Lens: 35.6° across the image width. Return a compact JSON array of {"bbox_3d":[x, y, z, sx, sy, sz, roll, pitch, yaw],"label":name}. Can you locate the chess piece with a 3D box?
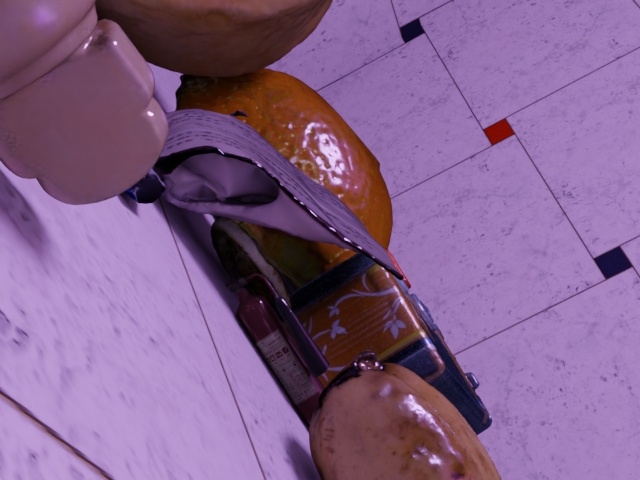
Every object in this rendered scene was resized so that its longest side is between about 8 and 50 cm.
[{"bbox_3d":[-0.185,-0.173,0.373,0.397,0.117,0.117,57,2,-29],"label":"chess piece"}]

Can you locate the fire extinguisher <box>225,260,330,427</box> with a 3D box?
[{"bbox_3d":[-0.024,0.092,0.807,0.173,0.035,0.049,57,-29,-1],"label":"fire extinguisher"}]

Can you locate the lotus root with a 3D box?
[{"bbox_3d":[0.069,0.181,0.690,0.125,0.118,0.221,-10,66,-52],"label":"lotus root"}]

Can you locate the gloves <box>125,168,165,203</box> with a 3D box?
[{"bbox_3d":[-0.140,-0.060,0.707,0.086,0.026,0.064,53,0,21],"label":"gloves"}]

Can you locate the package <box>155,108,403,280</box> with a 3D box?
[{"bbox_3d":[-0.049,-0.054,0.880,0.251,0.062,0.204,24,14,-13],"label":"package"}]

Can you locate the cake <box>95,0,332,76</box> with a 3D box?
[{"bbox_3d":[-0.132,-0.319,1.083,0.332,0.332,0.321,57,-17,4],"label":"cake"}]

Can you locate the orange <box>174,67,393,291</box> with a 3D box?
[{"bbox_3d":[-0.039,-0.067,1.155,0.334,0.196,0.262,45,-14,17],"label":"orange"}]

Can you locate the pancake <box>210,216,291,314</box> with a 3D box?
[{"bbox_3d":[-0.062,0.022,0.856,0.108,0.017,0.108,41,-21,20],"label":"pancake"}]

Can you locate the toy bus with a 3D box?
[{"bbox_3d":[0.072,0.136,1.031,0.167,0.138,0.275,60,6,28],"label":"toy bus"}]

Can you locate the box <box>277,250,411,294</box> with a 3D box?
[{"bbox_3d":[0.000,0.000,1.288,0.245,0.139,0.035,57,6,28],"label":"box"}]
